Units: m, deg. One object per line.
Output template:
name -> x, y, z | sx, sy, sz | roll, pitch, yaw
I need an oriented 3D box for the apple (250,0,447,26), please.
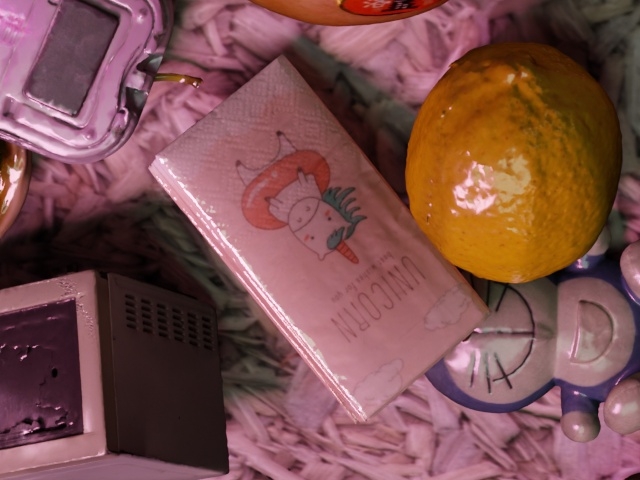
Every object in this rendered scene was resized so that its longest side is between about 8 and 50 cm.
apple -> 0.014, -0.322, 1.580 | 0.339, 0.338, 0.305 | 10, 167, 5

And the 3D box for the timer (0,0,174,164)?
timer -> -0.247, -0.185, 1.888 | 0.191, 0.069, 0.208 | 21, 98, -4

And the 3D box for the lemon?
lemon -> 0.180, -0.071, 1.852 | 0.204, 0.204, 0.260 | 8, 135, 7

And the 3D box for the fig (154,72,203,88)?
fig -> -0.209, -0.149, 1.981 | 0.166, 0.093, 0.093 | -24, 129, -11

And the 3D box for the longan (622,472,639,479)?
longan -> 0.411, 0.400, 2.163 | 0.319, 0.319, 0.319 | 7, 132, 8

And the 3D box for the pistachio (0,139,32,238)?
pistachio -> -0.418, -0.048, 2.060 | 0.288, 0.197, 0.166 | -41, 155, 26

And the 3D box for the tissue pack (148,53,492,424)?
tissue pack -> 0.000, 0.000, 1.917 | 0.325, 0.170, 0.071 | 51, 167, -2

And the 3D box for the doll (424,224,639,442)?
doll -> 0.222, 0.086, 2.017 | 0.258, 0.154, 0.228 | 3, 98, 3

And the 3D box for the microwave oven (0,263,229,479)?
microwave oven -> -0.314, 0.161, 2.126 | 0.355, 0.218, 0.286 | -13, 165, 25
